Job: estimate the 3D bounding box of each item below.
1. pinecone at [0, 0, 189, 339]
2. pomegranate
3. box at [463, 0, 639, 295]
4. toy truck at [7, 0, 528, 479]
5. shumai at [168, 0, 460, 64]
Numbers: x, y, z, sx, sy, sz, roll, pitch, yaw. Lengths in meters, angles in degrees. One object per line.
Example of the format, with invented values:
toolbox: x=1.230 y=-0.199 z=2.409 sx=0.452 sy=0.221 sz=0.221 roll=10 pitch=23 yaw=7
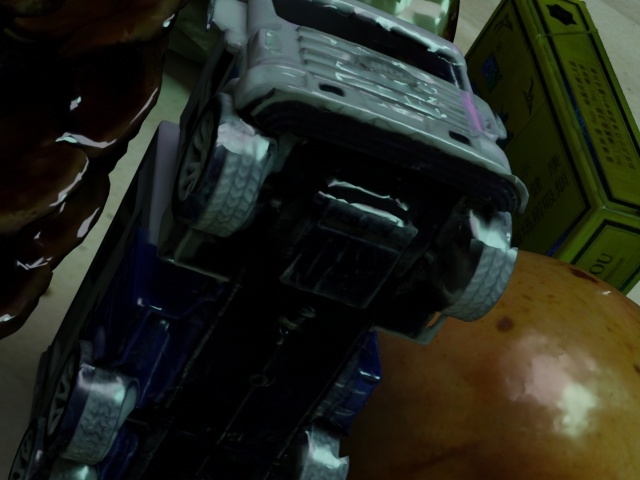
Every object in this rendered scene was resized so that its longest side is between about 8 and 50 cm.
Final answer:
pinecone: x=-0.195 y=-0.080 z=0.545 sx=0.242 sy=0.296 sz=0.298 roll=18 pitch=49 yaw=-24
pomegranate: x=0.084 y=0.095 z=0.631 sx=0.191 sy=0.191 sz=0.191 roll=20 pitch=39 yaw=-17
box: x=0.131 y=-0.042 z=0.853 sx=0.064 sy=0.141 sz=0.220 roll=13 pitch=40 yaw=-23
toy truck: x=-0.034 y=0.018 z=0.563 sx=0.124 sy=0.268 sz=0.155 roll=19 pitch=37 yaw=-18
shumai: x=-0.046 y=-0.181 z=0.890 sx=0.263 sy=0.304 sz=0.309 roll=62 pitch=30 yaw=-19
